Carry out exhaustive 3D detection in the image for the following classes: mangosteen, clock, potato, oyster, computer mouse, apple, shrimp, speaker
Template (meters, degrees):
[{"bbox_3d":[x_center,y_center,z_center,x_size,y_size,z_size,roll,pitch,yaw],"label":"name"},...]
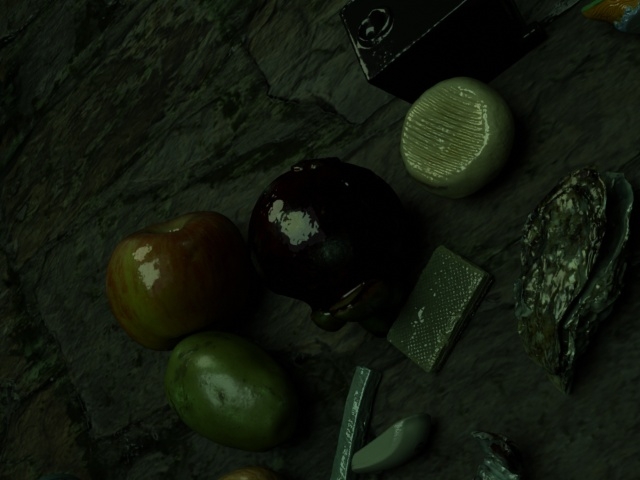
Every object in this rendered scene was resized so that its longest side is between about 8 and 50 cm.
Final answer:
[{"bbox_3d":[0.020,0.004,1.634,0.311,0.311,0.311,-14,69,39],"label":"mangosteen"},{"bbox_3d":[0.509,-0.408,1.422,0.231,0.103,0.144,-27,60,32],"label":"clock"},{"bbox_3d":[-0.172,0.289,1.767,0.304,0.216,0.215,31,100,39],"label":"potato"},{"bbox_3d":[0.378,0.060,1.394,0.162,0.158,0.351,-163,81,-86],"label":"oyster"},{"bbox_3d":[0.120,0.357,1.563,0.182,0.089,0.056,-41,55,28],"label":"computer mouse"},{"bbox_3d":[-0.285,0.094,1.893,0.301,0.301,0.301,-14,69,39],"label":"apple"},{"bbox_3d":[0.207,0.492,1.409,0.221,0.166,0.410,26,84,46],"label":"shrimp"},{"bbox_3d":[0.208,-0.378,1.598,0.254,0.232,0.184,-37,57,30],"label":"speaker"}]

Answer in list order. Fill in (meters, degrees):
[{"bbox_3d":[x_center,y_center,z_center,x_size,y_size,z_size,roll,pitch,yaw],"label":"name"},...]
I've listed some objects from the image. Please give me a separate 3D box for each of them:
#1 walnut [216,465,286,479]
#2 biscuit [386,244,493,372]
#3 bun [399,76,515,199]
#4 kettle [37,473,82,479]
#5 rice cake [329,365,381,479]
[{"bbox_3d":[-0.143,0.508,1.714,0.197,0.165,0.165,-38,55,29],"label":"walnut"},{"bbox_3d":[0.202,0.117,1.592,0.121,0.041,0.199,38,105,44],"label":"biscuit"},{"bbox_3d":[0.244,-0.173,1.585,0.222,0.127,0.222,-2,87,48],"label":"bun"},{"bbox_3d":[-0.575,0.695,2.026,0.319,0.247,0.342,114,148,-43],"label":"kettle"},{"bbox_3d":[0.059,0.347,1.654,0.045,0.042,0.245,7,83,46],"label":"rice cake"}]
